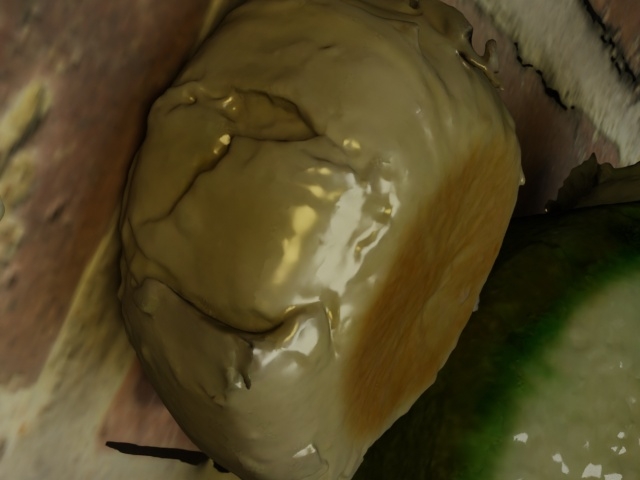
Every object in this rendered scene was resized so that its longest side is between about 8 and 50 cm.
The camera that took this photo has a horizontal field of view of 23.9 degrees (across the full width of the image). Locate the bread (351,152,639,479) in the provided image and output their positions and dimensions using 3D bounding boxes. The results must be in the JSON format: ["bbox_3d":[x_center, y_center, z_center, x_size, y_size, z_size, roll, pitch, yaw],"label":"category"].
[{"bbox_3d":[0.155,0.115,0.650,0.366,0.129,0.382,31,65,-33],"label":"bread"}]

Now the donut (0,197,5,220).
[{"bbox_3d":[-0.121,-0.017,0.235,0.108,0.065,0.166,-54,155,-24],"label":"donut"}]

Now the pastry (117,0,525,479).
[{"bbox_3d":[0.000,0.000,0.475,0.166,0.088,0.166,-44,147,-39],"label":"pastry"}]
